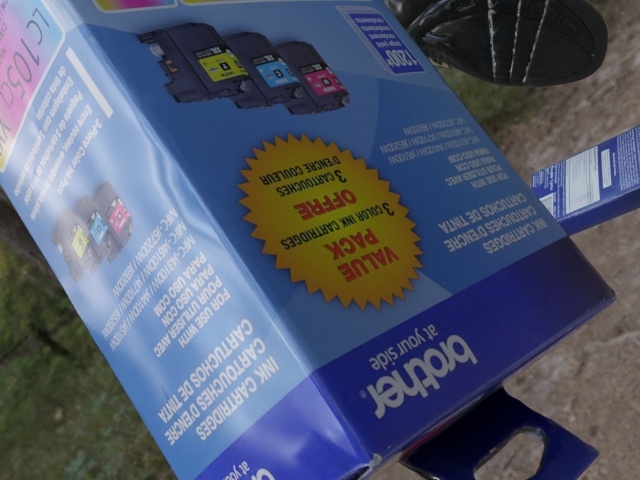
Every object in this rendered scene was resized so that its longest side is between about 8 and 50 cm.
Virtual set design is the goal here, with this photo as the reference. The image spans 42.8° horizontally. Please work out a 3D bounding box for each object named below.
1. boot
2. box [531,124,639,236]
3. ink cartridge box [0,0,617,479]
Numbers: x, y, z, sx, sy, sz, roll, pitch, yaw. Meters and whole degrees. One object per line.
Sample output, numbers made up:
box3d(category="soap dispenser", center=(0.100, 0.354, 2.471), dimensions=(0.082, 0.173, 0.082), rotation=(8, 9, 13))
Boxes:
box3d(category="boot", center=(0.216, -0.312, 1.149), dimensions=(0.284, 0.377, 0.138), rotation=(-40, -45, -61))
box3d(category="box", center=(0.386, -0.084, 1.086), dimensions=(0.225, 0.036, 0.136), rotation=(-27, 29, 35))
box3d(category="ink cartridge box", center=(0.000, 0.000, 0.510), dimensions=(0.270, 0.395, 0.151), rotation=(-20, -19, -46))
